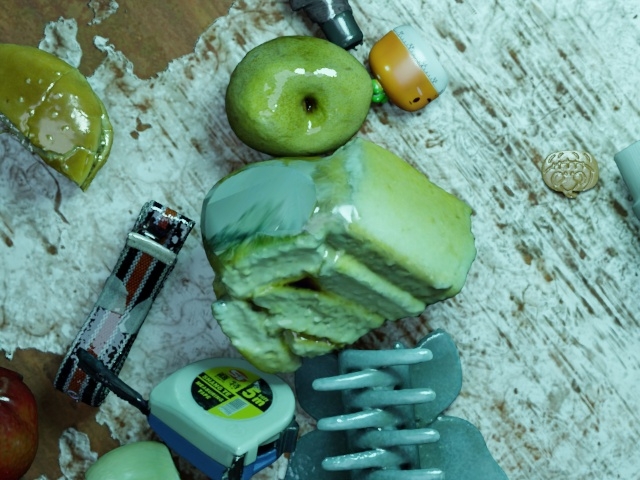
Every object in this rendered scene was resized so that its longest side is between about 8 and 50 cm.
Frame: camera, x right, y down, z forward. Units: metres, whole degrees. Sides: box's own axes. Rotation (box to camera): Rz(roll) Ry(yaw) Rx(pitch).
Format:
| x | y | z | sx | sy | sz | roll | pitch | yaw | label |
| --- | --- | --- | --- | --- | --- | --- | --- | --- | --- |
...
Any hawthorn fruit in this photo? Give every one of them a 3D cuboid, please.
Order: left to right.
| x | y | z | sx | sy | sz | roll | pitch | yaw | label |
| --- | --- | --- | --- | --- | --- | --- | --- | --- | --- |
| -0.602 | 0.333 | 1.897 | 0.265 | 0.265 | 0.307 | 41 | 116 | 2 | hawthorn fruit |

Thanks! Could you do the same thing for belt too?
| x | y | z | sx | sy | sz | roll | pitch | yaw | label |
| --- | --- | --- | --- | --- | --- | --- | --- | --- | --- |
| -0.319 | 0.103 | 1.933 | 0.094 | 0.126 | 0.359 | 28 | 100 | -7 | belt |

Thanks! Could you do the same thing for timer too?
| x | y | z | sx | sy | sz | roll | pitch | yaw | label |
| --- | --- | --- | --- | --- | --- | --- | --- | --- | --- |
| 0.127 | -0.264 | 1.892 | 0.136 | 0.099 | 0.136 | -1 | 80 | 7 | timer |

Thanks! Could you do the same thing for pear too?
| x | y | z | sx | sy | sz | roll | pitch | yaw | label |
| --- | --- | --- | --- | --- | --- | --- | --- | --- | --- |
| -0.036 | -0.225 | 1.859 | 0.229 | 0.211 | 0.188 | -8 | 110 | -8 | pear |

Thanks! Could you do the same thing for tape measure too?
| x | y | z | sx | sy | sz | roll | pitch | yaw | label |
| --- | --- | --- | --- | --- | --- | --- | --- | --- | --- |
| -0.199 | 0.243 | 1.862 | 0.351 | 0.215 | 0.097 | 31 | 125 | 28 | tape measure |

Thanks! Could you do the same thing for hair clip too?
| x | y | z | sx | sy | sz | roll | pitch | yaw | label |
| --- | --- | --- | --- | --- | --- | --- | --- | --- | --- |
| 0.098 | 0.309 | 1.849 | 0.392 | 0.238 | 0.318 | -5 | 89 | 5 | hair clip |

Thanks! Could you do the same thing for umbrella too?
| x | y | z | sx | sy | sz | roll | pitch | yaw | label |
| --- | --- | --- | --- | --- | --- | --- | --- | --- | --- |
| -0.030 | -0.442 | 1.904 | 0.090 | 0.094 | 0.326 | -27 | 88 | -40 | umbrella |

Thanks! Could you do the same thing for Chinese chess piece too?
| x | y | z | sx | sy | sz | roll | pitch | yaw | label |
| --- | --- | --- | --- | --- | --- | --- | --- | --- | --- |
| -0.238 | 0.476 | 1.821 | 0.146 | 0.349 | 0.349 | -23 | 90 | -11 | Chinese chess piece |

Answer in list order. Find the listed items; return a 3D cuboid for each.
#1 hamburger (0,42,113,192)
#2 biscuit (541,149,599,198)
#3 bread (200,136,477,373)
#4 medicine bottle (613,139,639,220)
| x | y | z | sx | sy | sz | roll | pitch | yaw | label |
| --- | --- | --- | --- | --- | --- | --- | --- | --- | --- |
| -0.444 | -0.220 | 1.912 | 0.283 | 0.144 | 0.156 | 42 | 94 | 4 | hamburger |
| 0.403 | -0.107 | 1.920 | 0.091 | 0.015 | 0.078 | -4 | 91 | 4 | biscuit |
| 0.005 | -0.006 | 1.770 | 0.395 | 0.239 | 0.264 | -24 | 132 | 19 | bread |
| 0.601 | -0.039 | 1.795 | 0.245 | 0.245 | 0.306 | -27 | 83 | 4 | medicine bottle |
